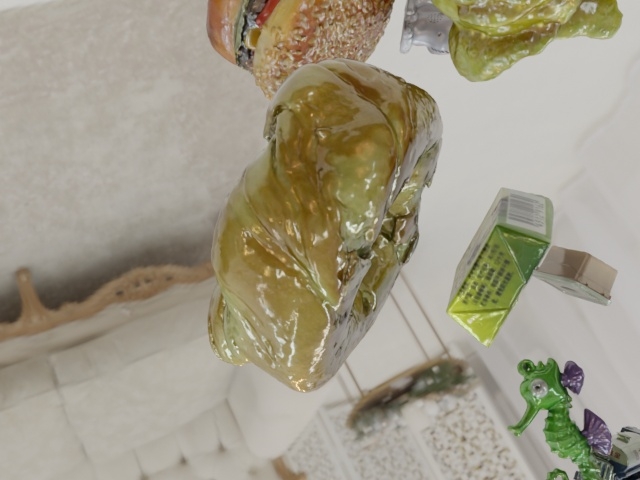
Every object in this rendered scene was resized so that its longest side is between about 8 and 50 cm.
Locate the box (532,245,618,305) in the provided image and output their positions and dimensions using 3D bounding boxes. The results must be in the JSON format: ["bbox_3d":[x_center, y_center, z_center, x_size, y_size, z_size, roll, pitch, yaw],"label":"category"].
[{"bbox_3d":[0.415,0.054,1.537,0.089,0.122,0.062,28,85,-24],"label":"box"}]

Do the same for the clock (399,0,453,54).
[{"bbox_3d":[0.208,-0.397,1.716,0.117,0.176,0.080,10,138,-1],"label":"clock"}]

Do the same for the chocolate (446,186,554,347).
[{"bbox_3d":[0.410,0.046,2.181,0.288,0.137,0.301,-65,176,25],"label":"chocolate"}]

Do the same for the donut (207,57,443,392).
[{"bbox_3d":[0.008,-0.024,0.996,0.360,0.170,0.360,23,90,-78],"label":"donut"}]

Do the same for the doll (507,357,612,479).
[{"bbox_3d":[0.289,0.231,1.154,0.115,0.190,0.050,-22,172,-6],"label":"doll"}]

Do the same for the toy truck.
[{"bbox_3d":[0.403,0.299,1.280,0.202,0.074,0.088,6,98,-54],"label":"toy truck"}]

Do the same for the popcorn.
[{"bbox_3d":[0.273,-0.377,1.371,0.325,0.321,0.290,-60,167,21],"label":"popcorn"}]

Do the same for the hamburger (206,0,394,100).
[{"bbox_3d":[-0.031,-0.415,1.738,0.330,0.250,0.330,-44,157,-24],"label":"hamburger"}]
